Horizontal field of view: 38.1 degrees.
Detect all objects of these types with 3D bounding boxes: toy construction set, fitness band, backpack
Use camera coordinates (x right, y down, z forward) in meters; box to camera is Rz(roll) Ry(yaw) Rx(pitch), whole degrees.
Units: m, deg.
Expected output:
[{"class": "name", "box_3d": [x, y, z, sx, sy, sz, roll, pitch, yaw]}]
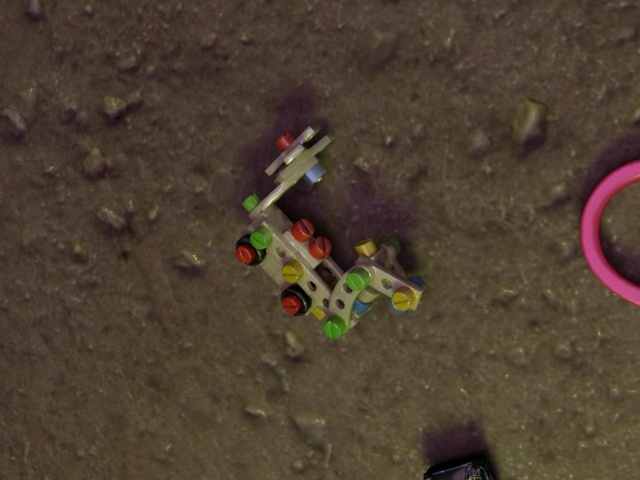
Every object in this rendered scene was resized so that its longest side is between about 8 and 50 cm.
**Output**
[{"class": "toy construction set", "box_3d": [0.000, 0.000, 1.350, 0.215, 0.151, 0.327, -43, 74, 43]}, {"class": "fitness band", "box_3d": [0.494, 0.000, 1.235, 0.291, 0.054, 0.209, 16, 102, 15]}, {"class": "backpack", "box_3d": [0.215, 0.378, 1.361, 0.105, 0.084, 0.114, -22, 86, 19]}]
